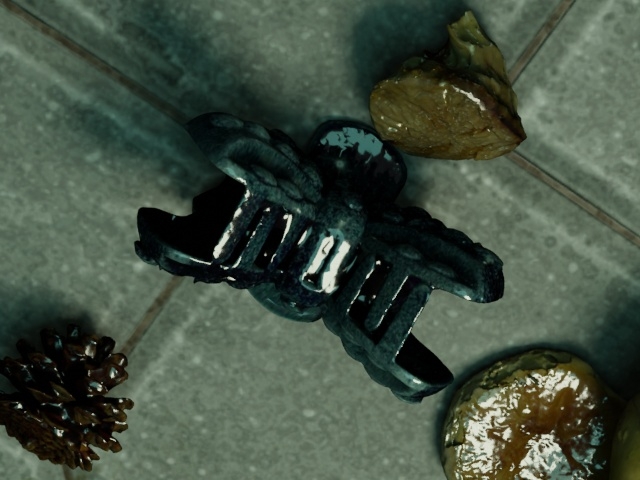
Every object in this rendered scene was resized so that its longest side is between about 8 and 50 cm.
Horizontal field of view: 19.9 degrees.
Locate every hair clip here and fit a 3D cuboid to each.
[{"bbox_3d":[0.003,0.000,1.573,0.310,0.206,0.194,30,100,-7],"label":"hair clip"}]

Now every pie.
[{"bbox_3d":[0.212,0.192,1.730,0.195,0.046,0.195,-2,107,-5],"label":"pie"}]

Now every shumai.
[{"bbox_3d":[0.119,-0.123,1.605,0.139,0.105,0.123,45,139,-18],"label":"shumai"}]

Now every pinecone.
[{"bbox_3d":[-0.231,0.139,1.650,0.140,0.140,0.121,36,60,-14],"label":"pinecone"}]

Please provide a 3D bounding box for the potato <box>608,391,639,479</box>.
[{"bbox_3d":[0.351,0.245,1.663,0.246,0.300,0.196,8,152,-38],"label":"potato"}]
